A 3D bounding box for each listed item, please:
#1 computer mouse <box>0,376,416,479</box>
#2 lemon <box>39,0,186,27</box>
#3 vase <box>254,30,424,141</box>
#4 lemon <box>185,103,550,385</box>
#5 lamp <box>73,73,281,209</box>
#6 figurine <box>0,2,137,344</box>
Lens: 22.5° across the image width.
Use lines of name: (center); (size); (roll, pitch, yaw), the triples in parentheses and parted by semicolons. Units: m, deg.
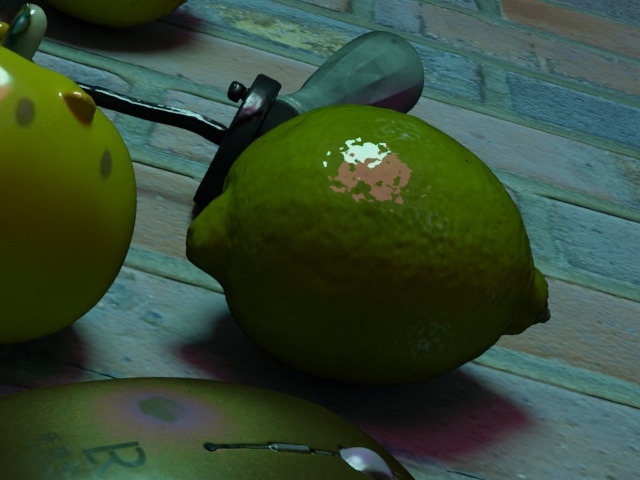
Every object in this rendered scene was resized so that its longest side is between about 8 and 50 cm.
computer mouse: (-0.063, 0.135, 0.823); (0.310, 0.072, 0.158); (3, 29, -32)
lemon: (-0.201, -0.318, 1.540); (0.228, 0.228, 0.253); (26, 33, 20)
vase: (0.013, -0.127, 1.455); (0.086, 0.086, 0.214); (26, 29, 19)
lemon: (0.037, 0.004, 1.046); (0.248, 0.184, 0.184); (11, 24, -14)
lamp: (-0.219, -0.092, 1.218); (0.371, 0.109, 0.130); (7, -13, -8)
figurine: (-0.229, -0.074, 1.009); (0.215, 0.187, 0.344); (29, 17, -31)
